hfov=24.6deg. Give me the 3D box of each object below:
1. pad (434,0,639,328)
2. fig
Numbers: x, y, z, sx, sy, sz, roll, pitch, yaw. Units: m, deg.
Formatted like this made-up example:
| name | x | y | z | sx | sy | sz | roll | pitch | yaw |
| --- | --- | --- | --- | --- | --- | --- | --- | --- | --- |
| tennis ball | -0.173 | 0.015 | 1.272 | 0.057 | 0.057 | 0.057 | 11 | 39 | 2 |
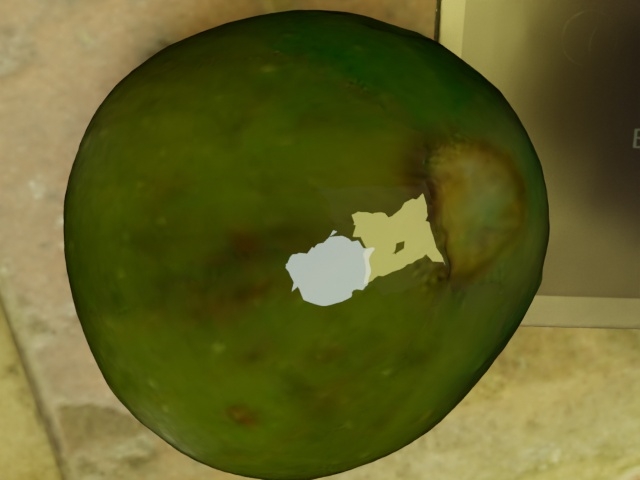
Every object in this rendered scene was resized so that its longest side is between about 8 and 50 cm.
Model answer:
| name | x | y | z | sx | sy | sz | roll | pitch | yaw |
| --- | --- | --- | --- | --- | --- | --- | --- | --- | --- |
| pad | 0.179 | -0.044 | 0.644 | 0.266 | 0.002 | 0.176 | 1 | 105 | -5 |
| fig | 0.000 | 0.000 | 0.559 | 0.181 | 0.191 | 0.181 | 6 | 78 | -29 |
